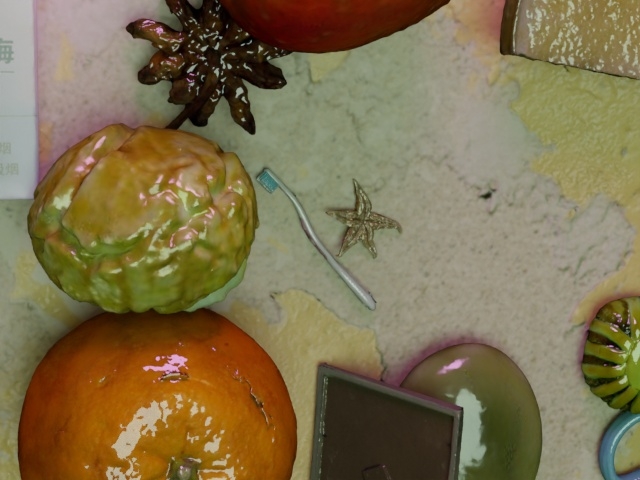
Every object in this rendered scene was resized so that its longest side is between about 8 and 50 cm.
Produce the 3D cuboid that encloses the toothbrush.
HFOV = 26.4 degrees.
[{"bbox_3d":[0.000,0.000,1.473,0.022,0.017,0.204,-43,110,-9],"label":"toothbrush"}]

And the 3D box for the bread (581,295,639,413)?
[{"bbox_3d":[0.366,0.133,1.563,0.130,0.071,0.139,-1,106,-7],"label":"bread"}]

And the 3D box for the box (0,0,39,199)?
[{"bbox_3d":[-0.351,-0.162,1.326,0.155,0.067,0.243,0,106,-14],"label":"box"}]

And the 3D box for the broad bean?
[{"bbox_3d":[0.156,0.245,1.539,0.189,0.121,0.263,2,91,-7],"label":"broad bean"}]

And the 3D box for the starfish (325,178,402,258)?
[{"bbox_3d":[0.048,-0.022,1.478,0.092,0.016,0.086,6,100,-20],"label":"starfish"}]

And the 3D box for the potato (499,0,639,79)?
[{"bbox_3d":[0.321,-0.297,1.409,0.269,0.112,0.255,8,100,-17],"label":"potato"}]

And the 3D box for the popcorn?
[{"bbox_3d":[-0.172,-0.018,1.317,0.221,0.204,0.184,7,124,19],"label":"popcorn"}]

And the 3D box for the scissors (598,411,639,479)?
[{"bbox_3d":[0.551,0.222,1.648,0.447,0.029,0.193,-22,110,-5],"label":"scissors"}]

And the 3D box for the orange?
[{"bbox_3d":[-0.164,0.201,1.385,0.283,0.226,0.284,-3,103,-14],"label":"orange"}]

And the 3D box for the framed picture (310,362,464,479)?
[{"bbox_3d":[0.064,0.279,1.497,0.023,0.189,0.260,-17,115,-53],"label":"framed picture"}]

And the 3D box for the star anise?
[{"bbox_3d":[-0.109,-0.160,1.378,0.177,0.073,0.234,2,115,-4],"label":"star anise"}]

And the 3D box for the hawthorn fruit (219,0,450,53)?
[{"bbox_3d":[-0.013,-0.301,1.232,0.330,0.287,0.287,-35,112,-28],"label":"hawthorn fruit"}]
